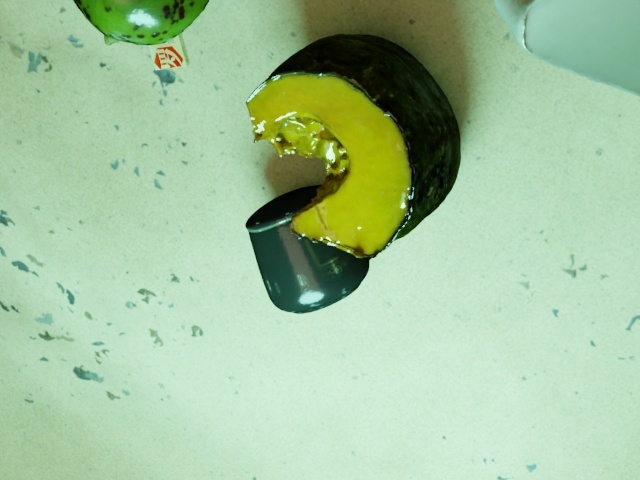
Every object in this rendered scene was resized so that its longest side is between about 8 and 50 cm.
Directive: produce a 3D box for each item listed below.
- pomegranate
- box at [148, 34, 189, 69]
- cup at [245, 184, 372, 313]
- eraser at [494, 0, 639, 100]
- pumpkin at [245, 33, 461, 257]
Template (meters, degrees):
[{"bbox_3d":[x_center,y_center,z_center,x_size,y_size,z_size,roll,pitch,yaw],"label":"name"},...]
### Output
[{"bbox_3d":[-0.268,-0.378,1.759,0.211,0.211,0.263,37,157,-1],"label":"pomegranate"},{"bbox_3d":[-0.243,-0.313,1.874,0.058,0.015,0.093,-4,115,24],"label":"box"},{"bbox_3d":[0.000,0.000,1.883,0.223,0.169,0.177,-27,100,-6],"label":"cup"},{"bbox_3d":[0.419,-0.340,1.485,0.331,0.150,0.331,-4,126,-5],"label":"eraser"},{"bbox_3d":[0.061,-0.149,1.725,0.256,0.225,0.303,-8,114,26],"label":"pumpkin"}]
